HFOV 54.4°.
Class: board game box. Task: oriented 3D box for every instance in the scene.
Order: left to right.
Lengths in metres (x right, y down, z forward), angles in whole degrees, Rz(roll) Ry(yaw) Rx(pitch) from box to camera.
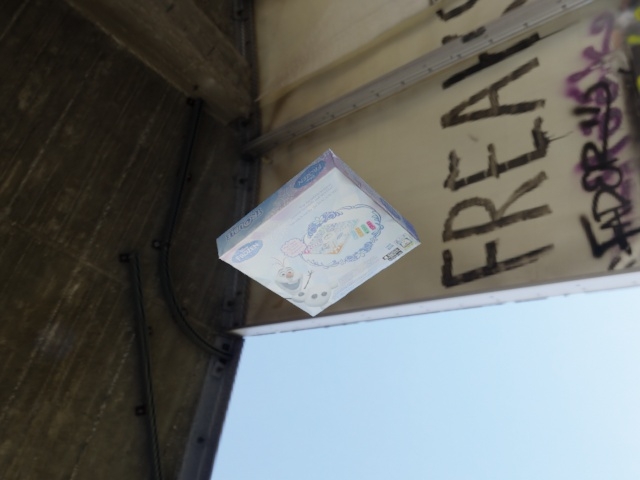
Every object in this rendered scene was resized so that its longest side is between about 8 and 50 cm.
[{"bbox_3d":[0.000,0.000,0.382,0.090,0.090,0.020,37,-155,-41],"label":"board game box"}]
